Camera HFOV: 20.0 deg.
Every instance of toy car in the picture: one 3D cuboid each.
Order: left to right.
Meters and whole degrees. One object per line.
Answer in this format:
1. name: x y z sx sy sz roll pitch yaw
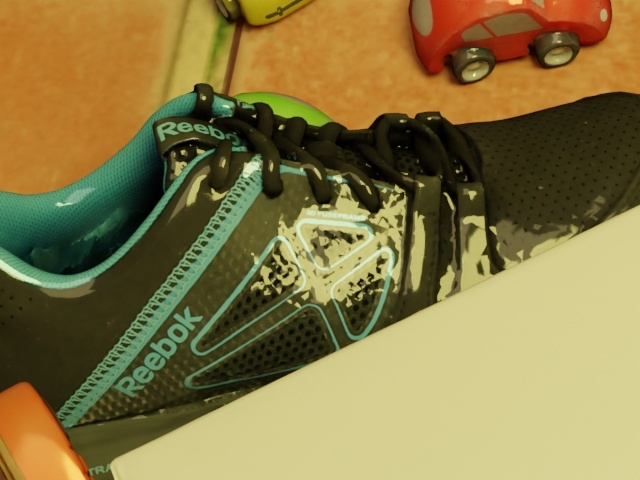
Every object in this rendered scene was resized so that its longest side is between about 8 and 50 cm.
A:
1. toy car: -0.003 -0.083 0.866 0.239 0.053 0.225 19 65 19

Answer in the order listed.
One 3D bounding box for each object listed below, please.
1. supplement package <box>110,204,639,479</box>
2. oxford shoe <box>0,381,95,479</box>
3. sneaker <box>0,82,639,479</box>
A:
1. supplement package: 0.102 0.118 0.665 0.293 0.177 0.175 -26 60 -6
2. oxford shoe: -0.088 0.193 0.679 0.098 0.097 0.271 -27 78 -14
3. sneaker: 0.000 0.000 0.754 0.340 0.140 0.125 -20 32 -4
